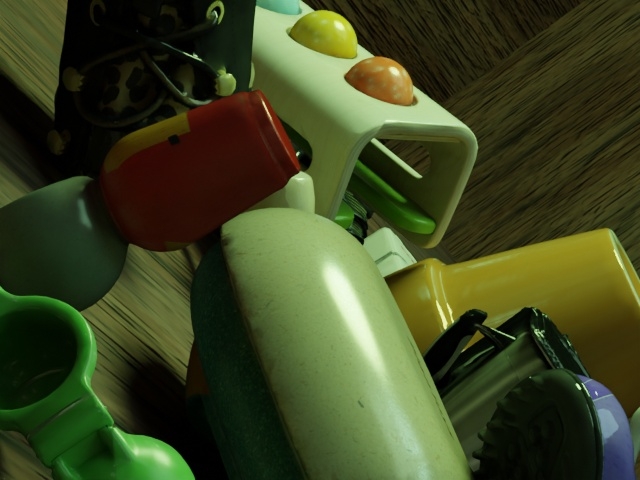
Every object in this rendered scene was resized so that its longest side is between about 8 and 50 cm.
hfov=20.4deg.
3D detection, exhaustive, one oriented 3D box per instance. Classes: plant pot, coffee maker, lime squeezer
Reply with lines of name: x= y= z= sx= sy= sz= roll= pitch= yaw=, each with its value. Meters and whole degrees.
plant pot: x=0.163 y=0.086 z=1.356 sx=0.205 sy=0.188 sz=0.205 roll=60 pitch=12 yaw=-21
coffee maker: x=0.101 y=0.137 z=1.183 sx=0.120 sy=0.178 sz=0.171 roll=60 pitch=10 yaw=22
lime squeezer: x=-0.093 y=0.069 z=0.696 sx=0.310 sy=0.059 sz=0.110 roll=54 pitch=7 yaw=0

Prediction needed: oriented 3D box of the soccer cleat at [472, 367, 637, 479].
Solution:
soccer cleat: x=0.142 y=0.178 z=0.956 sx=0.318 sy=0.116 sz=0.108 roll=93 pitch=-11 yaw=-45

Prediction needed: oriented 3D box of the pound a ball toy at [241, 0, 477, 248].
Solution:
pound a ball toy: x=-0.030 y=-0.102 z=1.329 sx=0.208 sy=0.136 sz=0.319 roll=1 pitch=29 yaw=-39

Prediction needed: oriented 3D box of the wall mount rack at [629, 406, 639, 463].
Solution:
wall mount rack: x=0.221 y=0.275 z=1.254 sx=0.130 sy=0.304 sz=0.350 roll=17 pitch=-8 yaw=10

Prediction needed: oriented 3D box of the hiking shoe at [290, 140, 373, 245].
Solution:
hiking shoe: x=0.000 y=0.000 z=1.433 sx=0.227 sy=0.114 sz=0.086 roll=59 pitch=8 yaw=32

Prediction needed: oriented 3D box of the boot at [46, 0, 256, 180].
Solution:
boot: x=-0.089 y=-0.160 z=0.971 sx=0.377 sy=0.138 sz=0.284 roll=-103 pitch=-163 yaw=-66

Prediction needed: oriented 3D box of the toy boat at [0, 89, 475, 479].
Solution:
toy boat: x=-0.037 y=0.058 z=0.883 sx=0.318 sy=0.148 sz=0.267 roll=58 pitch=7 yaw=-44

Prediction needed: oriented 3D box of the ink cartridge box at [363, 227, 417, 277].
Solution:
ink cartridge box: x=0.079 y=0.096 z=1.610 sx=0.158 sy=0.092 sz=0.218 roll=53 pitch=9 yaw=-14
